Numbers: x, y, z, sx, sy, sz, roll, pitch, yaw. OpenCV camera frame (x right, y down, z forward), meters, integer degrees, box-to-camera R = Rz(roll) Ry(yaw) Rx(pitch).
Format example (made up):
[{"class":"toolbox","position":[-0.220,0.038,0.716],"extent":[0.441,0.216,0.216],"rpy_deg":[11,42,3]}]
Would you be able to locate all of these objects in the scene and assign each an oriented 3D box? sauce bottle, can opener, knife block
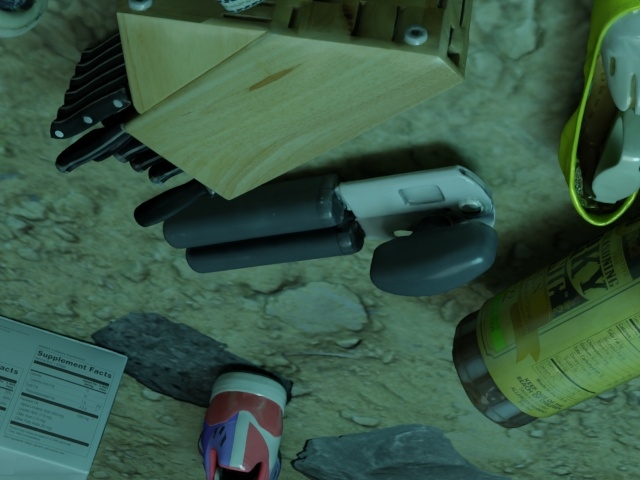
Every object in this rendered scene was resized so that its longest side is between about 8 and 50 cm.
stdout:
[{"class":"sauce bottle","position":[0.253,0.033,0.742],"extent":[0.111,0.111,0.344],"rpy_deg":[32,132,-27]},{"class":"can opener","position":[0.000,0.000,0.784],"extent":[0.283,0.095,0.076],"rpy_deg":[-8,141,26]},{"class":"knife block","position":[-0.048,-0.088,0.679],"extent":[0.276,0.088,0.242],"rpy_deg":[8,147,5]}]

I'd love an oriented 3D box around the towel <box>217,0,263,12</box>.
[{"class":"towel","position":[0.021,-0.266,0.318],"extent":[0.312,0.056,0.324],"rpy_deg":[-12,112,31]}]

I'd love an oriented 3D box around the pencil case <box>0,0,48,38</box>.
[{"class":"pencil case","position":[-0.343,-0.194,0.549],"extent":[0.410,0.160,0.183],"rpy_deg":[2,159,14]}]

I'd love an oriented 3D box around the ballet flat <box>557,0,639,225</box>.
[{"class":"ballet flat","position":[0.195,-0.091,0.611],"extent":[0.077,0.077,0.231],"rpy_deg":[9,146,5]}]

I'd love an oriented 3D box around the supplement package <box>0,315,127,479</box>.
[{"class":"supplement package","position":[-0.360,0.217,1.161],"extent":[0.204,0.145,0.262],"rpy_deg":[19,146,-10]}]

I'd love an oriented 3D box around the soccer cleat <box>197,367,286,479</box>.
[{"class":"soccer cleat","position":[-0.100,0.268,1.182],"extent":[0.109,0.116,0.318],"rpy_deg":[12,146,-1]}]
